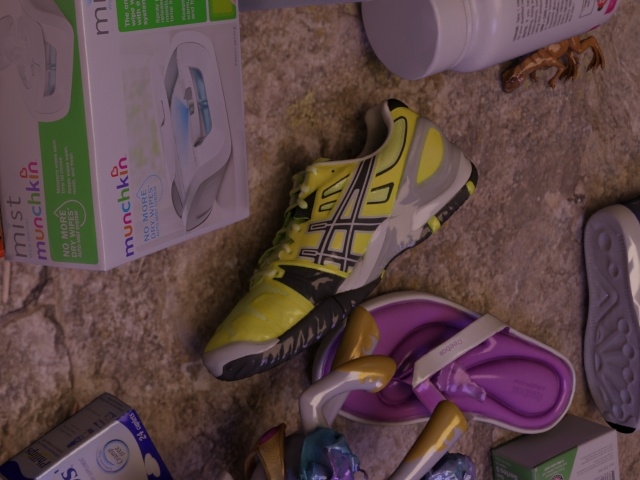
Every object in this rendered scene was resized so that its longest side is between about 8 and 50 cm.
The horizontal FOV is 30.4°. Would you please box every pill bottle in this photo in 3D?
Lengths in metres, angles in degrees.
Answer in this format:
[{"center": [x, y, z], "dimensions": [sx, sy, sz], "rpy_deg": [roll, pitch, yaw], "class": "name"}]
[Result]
[{"center": [0.197, -0.284, 1.340], "dimensions": [0.283, 0.160, 0.160], "rpy_deg": [-23, 111, -30], "class": "pill bottle"}]

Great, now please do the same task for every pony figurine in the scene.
[{"center": [0.002, 0.300, 1.241], "dimensions": [0.363, 0.303, 0.351], "rpy_deg": [-38, 112, -28], "class": "pony figurine"}]

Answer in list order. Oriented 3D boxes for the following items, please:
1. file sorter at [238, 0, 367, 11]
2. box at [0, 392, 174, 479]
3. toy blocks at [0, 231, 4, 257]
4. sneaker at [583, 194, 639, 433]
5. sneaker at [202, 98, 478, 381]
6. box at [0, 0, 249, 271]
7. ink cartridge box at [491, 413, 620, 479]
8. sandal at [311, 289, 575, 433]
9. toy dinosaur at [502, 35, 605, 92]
[{"center": [-0.017, -0.344, 1.115], "dimensions": [0.173, 0.278, 0.193], "rpy_deg": [-37, 117, -29], "class": "file sorter"}, {"center": [-0.231, 0.247, 1.190], "dimensions": [0.137, 0.072, 0.126], "rpy_deg": [-35, 116, -24], "class": "box"}, {"center": [-0.316, -0.029, 1.094], "dimensions": [0.148, 0.054, 0.123], "rpy_deg": [-29, 115, -26], "class": "toy blocks"}, {"center": [0.487, 0.088, 1.623], "dimensions": [0.236, 0.130, 0.322], "rpy_deg": [-10, 98, -29], "class": "sneaker"}, {"center": [0.000, 0.000, 1.290], "dimensions": [0.385, 0.145, 0.147], "rpy_deg": [-44, 99, -23], "class": "sneaker"}, {"center": [-0.184, -0.128, 1.075], "dimensions": [0.231, 0.127, 0.262], "rpy_deg": [-23, 115, -58], "class": "box"}, {"center": [0.322, 0.363, 1.581], "dimensions": [0.154, 0.093, 0.212], "rpy_deg": [-18, 107, -30], "class": "ink cartridge box"}, {"center": [0.179, 0.157, 1.439], "dimensions": [0.416, 0.102, 0.169], "rpy_deg": [9, 93, -35], "class": "sandal"}, {"center": [0.311, -0.261, 1.482], "dimensions": [0.112, 0.064, 0.211], "rpy_deg": [42, 74, -31], "class": "toy dinosaur"}]
